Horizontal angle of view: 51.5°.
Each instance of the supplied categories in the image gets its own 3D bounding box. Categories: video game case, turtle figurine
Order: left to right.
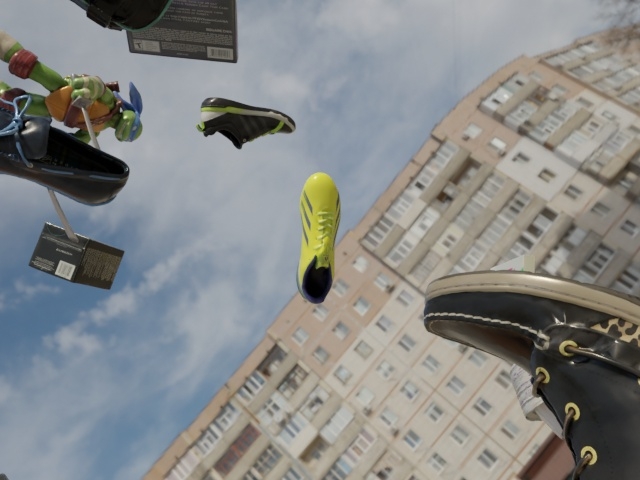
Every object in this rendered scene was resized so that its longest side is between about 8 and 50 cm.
[{"bbox_3d":[-0.423,-0.190,1.022,0.275,0.266,0.198,-67,15,-20],"label":"turtle figurine"},{"bbox_3d":[-0.236,-0.419,1.096,0.274,0.195,0.026,97,177,-51],"label":"video game case"}]

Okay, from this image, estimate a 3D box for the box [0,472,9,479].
[{"bbox_3d":[-0.280,0.330,0.509,0.183,0.233,0.059,-24,-22,-44],"label":"box"}]

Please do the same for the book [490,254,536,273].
[{"bbox_3d":[0.357,0.088,1.233,0.144,0.035,0.096,123,155,-75],"label":"book"}]

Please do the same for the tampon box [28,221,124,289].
[{"bbox_3d":[-0.540,0.039,1.481,0.161,0.120,0.102,45,-116,-75],"label":"tampon box"}]

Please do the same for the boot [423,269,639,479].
[{"bbox_3d":[0.241,0.195,0.601,0.284,0.377,0.138,-69,-24,-16],"label":"boot"}]

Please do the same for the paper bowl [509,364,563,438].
[{"bbox_3d":[0.494,0.257,1.173,0.284,0.148,0.284,-10,-30,-6],"label":"paper bowl"}]

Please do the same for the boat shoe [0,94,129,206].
[{"bbox_3d":[-0.367,-0.132,0.853,0.258,0.109,0.089,19,-36,-41],"label":"boat shoe"}]

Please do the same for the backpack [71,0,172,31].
[{"bbox_3d":[-0.158,-0.279,0.495,0.165,0.144,0.188,28,-71,-37],"label":"backpack"}]

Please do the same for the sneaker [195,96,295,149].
[{"bbox_3d":[-0.166,-0.246,1.464,0.234,0.084,0.097,7,-91,-32],"label":"sneaker"}]

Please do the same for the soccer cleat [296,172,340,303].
[{"bbox_3d":[0.001,0.000,1.427,0.093,0.121,0.289,1,-68,-11],"label":"soccer cleat"}]
